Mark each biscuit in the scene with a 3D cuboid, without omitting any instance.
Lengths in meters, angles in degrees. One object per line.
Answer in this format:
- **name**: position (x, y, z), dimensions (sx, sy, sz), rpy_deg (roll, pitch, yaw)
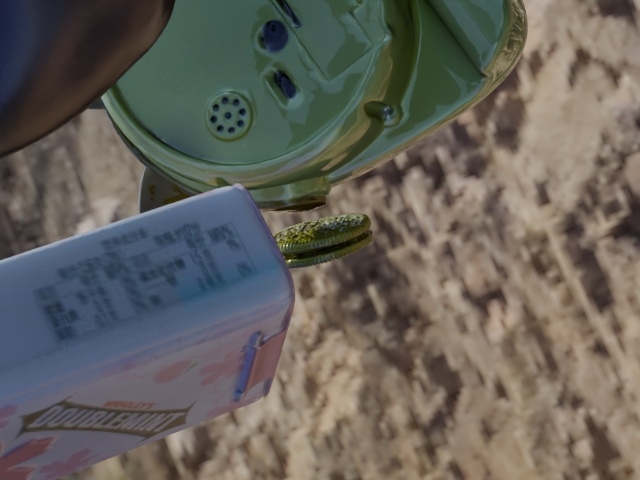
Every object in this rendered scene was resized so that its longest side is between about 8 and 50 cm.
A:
- **biscuit**: position (0.000, 0.000, 1.300), dimensions (0.084, 0.084, 0.023), rpy_deg (-158, 53, -71)

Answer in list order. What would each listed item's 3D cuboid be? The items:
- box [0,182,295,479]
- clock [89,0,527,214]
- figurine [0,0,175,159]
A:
- **box**: position (-0.208, 0.092, 1.087), dimensions (0.112, 0.369, 0.190), rpy_deg (62, 157, 25)
- **clock**: position (-0.044, -0.164, 1.273), dimensions (0.286, 0.348, 0.117), rpy_deg (55, -168, 9)
- **figurine**: position (-0.233, -0.165, 0.764), dimensions (0.206, 0.365, 0.218), rpy_deg (-34, 46, 43)
